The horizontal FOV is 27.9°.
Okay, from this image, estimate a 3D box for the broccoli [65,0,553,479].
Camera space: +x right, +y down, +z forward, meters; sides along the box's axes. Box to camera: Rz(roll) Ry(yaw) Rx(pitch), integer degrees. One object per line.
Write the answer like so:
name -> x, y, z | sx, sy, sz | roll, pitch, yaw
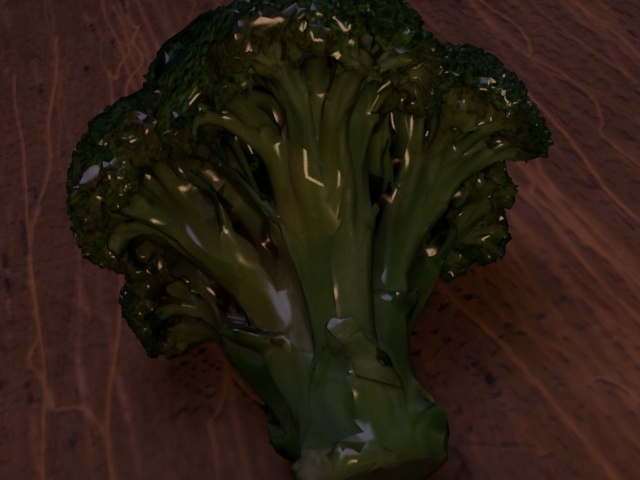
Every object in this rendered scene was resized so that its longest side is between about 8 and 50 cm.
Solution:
broccoli -> 0.000, 0.000, 0.646 | 0.254, 0.269, 0.269 | -18, 32, 6
